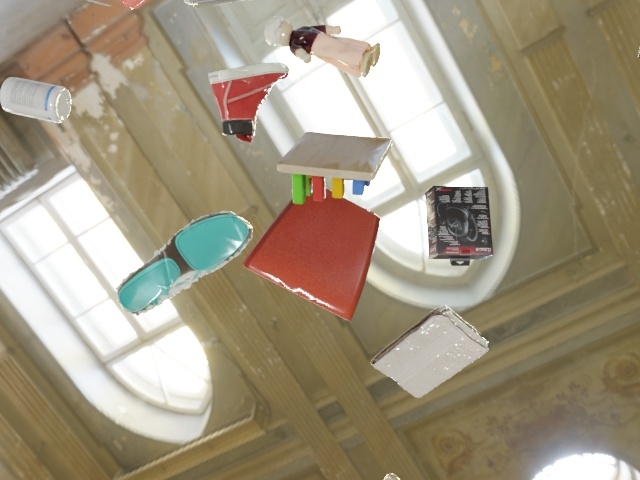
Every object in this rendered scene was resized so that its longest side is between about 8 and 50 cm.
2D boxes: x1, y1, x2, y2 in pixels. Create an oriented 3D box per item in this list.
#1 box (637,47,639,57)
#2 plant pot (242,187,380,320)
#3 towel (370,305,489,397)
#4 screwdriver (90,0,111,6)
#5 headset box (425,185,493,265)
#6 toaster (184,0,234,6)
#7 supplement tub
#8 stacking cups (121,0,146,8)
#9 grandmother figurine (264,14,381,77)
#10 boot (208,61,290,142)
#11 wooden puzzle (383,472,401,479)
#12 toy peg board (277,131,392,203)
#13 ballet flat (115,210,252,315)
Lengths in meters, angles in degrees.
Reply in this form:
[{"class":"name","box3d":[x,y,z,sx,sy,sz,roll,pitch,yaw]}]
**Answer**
[{"class":"box","box3d":[0.675,-0.413,1.074,0.114,0.207,0.036,34,-105,33]},{"class":"plant pot","box3d":[0.000,0.000,1.351,0.236,0.267,0.267,-62,-176,4]},{"class":"towel","box3d":[0.297,0.309,1.555,0.282,0.187,0.049,-45,-166,26]},{"class":"screwdriver","box3d":[-0.488,-0.468,1.094,0.024,0.170,0.025,30,-75,64]},{"class":"headset box","box3d":[0.147,-0.014,0.611,0.062,0.083,0.032,0,170,-8]},{"class":"toaster","box3d":[-0.210,-0.548,1.173,0.146,0.129,0.227,-12,-155,2]},{"class":"supplement tub","box3d":[-0.544,-0.269,1.100,0.107,0.071,0.071,13,-161,2]},{"class":"stacking cups","box3d":[-0.348,-0.640,1.304,0.316,0.096,0.096,-20,-163,29]},{"class":"grandmother figurine","box3d":[-0.010,-0.561,1.648,0.208,0.342,0.104,-50,158,-48]},{"class":"boot","box3d":[-0.157,-0.337,1.395,0.088,0.176,0.244,5,-156,40]},{"class":"wooden puzzle","box3d":[0.118,0.485,0.796,0.044,0.221,0.239,14,111,-55]},{"class":"toy peg board","box3d":[0.029,-0.119,0.989,0.160,0.079,0.161,8,-148,15]},{"class":"ballet flat","box3d":[-0.357,0.049,1.516,0.409,0.147,0.147,-31,-168,5]}]
